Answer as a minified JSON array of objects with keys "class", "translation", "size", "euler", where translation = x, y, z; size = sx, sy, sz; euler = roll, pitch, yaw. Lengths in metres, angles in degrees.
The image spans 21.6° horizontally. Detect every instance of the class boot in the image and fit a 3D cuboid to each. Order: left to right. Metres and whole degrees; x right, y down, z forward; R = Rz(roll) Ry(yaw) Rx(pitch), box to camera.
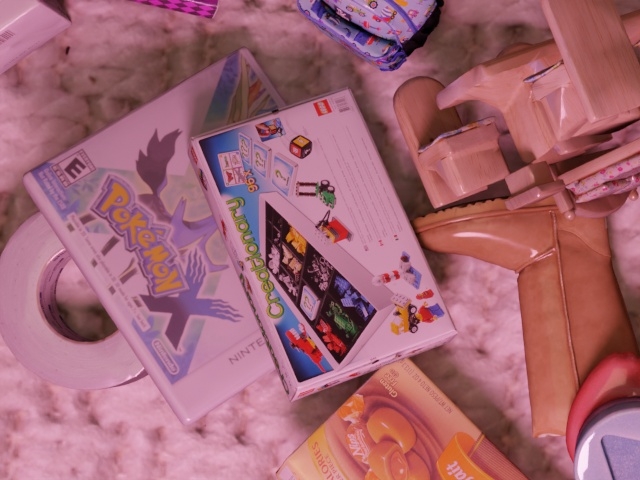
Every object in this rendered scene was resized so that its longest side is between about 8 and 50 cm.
[{"class":"boot","translation":[0.228,0.084,1.834],"size":[0.236,0.089,0.269],"euler":[-9,88,7]}]

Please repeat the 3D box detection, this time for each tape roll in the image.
[{"class":"tape roll","translation":[-0.257,0.060,1.905],"size":[0.219,0.072,0.219],"euler":[0,88,8]}]

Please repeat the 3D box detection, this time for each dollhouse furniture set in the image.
[{"class":"dollhouse furniture set","translation":[0.294,-0.245,1.717],"size":[0.394,0.362,0.256],"euler":[-20,85,-22]},{"class":"dollhouse furniture set","translation":[0.420,-0.063,1.676],"size":[0.303,0.355,0.174],"euler":[-28,82,44]}]

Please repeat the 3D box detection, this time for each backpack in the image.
[{"class":"backpack","translation":[0.049,-0.271,1.829],"size":[0.158,0.173,0.117],"euler":[35,92,7]}]

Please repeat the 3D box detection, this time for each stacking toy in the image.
[{"class":"stacking toy","translation":[0.428,0.213,1.725],"size":[0.309,0.130,0.279],"euler":[30,105,-7]}]

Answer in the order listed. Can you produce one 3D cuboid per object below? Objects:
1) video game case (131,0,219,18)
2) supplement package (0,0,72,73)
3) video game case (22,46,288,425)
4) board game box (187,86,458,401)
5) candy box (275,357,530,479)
[{"class":"video game case","translation":[-0.215,-0.371,1.870],"size":[0.232,0.042,0.210],"euler":[11,72,-14]},{"class":"supplement package","translation":[-0.419,-0.318,1.911],"size":[0.139,0.134,0.244],"euler":[-35,84,4]},{"class":"video game case","translation":[-0.116,-0.010,1.855],"size":[0.300,0.036,0.329],"euler":[-32,83,-17]},{"class":"board game box","translation":[0.000,0.000,1.818],"size":[0.193,0.053,0.305],"euler":[-19,75,-15]},{"class":"candy box","translation":[0.127,0.296,1.806],"size":[0.316,0.087,0.183],"euler":[45,69,6]}]
